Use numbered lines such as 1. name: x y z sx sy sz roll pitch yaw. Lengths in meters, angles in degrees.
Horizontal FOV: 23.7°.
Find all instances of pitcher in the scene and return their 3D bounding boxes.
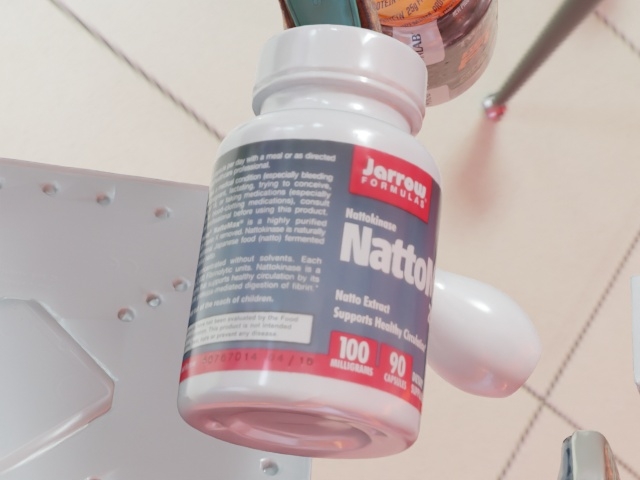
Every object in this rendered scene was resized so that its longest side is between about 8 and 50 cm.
1. pitcher: 0.151 0.095 1.823 0.207 0.178 0.125 36 84 -11

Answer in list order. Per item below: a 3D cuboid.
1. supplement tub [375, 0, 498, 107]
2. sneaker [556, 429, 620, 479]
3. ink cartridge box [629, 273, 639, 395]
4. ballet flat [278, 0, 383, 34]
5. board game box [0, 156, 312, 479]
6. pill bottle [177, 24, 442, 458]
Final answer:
1. supplement tub: 0.107 -0.290 1.800 0.207 0.338 0.207 -1 82 7
2. sneaker: 0.155 0.311 1.172 0.131 0.148 0.350 53 42 -52
3. ink cartridge box: 0.422 0.153 1.531 0.171 0.168 0.233 -79 149 -51
4. ballet flat: 0.020 -0.176 1.371 0.107 0.316 0.106 -3 41 6
5. board game box: -0.200 0.103 0.959 0.390 0.050 0.390 8 47 -4
6. pill bottle: 0.000 0.000 0.688 0.108 0.108 0.180 15 69 -22
